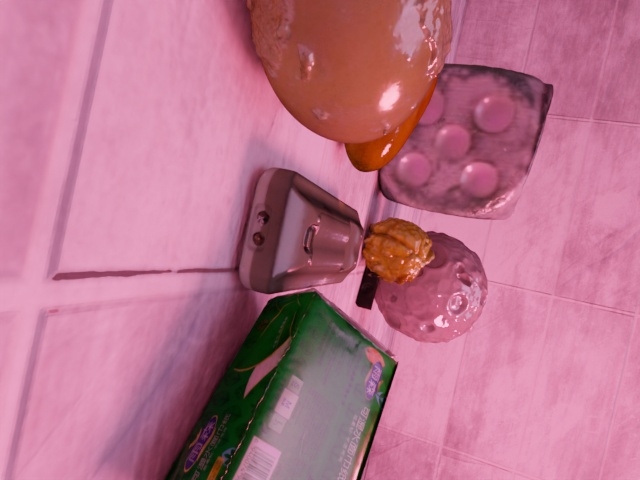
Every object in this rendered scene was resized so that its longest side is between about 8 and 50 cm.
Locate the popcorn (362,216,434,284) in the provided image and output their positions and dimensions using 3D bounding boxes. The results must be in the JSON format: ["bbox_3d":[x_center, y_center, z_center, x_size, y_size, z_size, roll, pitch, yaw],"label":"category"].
[{"bbox_3d":[0.179,0.028,0.993,0.173,0.173,0.142,80,11,-51],"label":"popcorn"}]

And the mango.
[{"bbox_3d":[0.102,-0.216,0.624,0.221,0.120,0.151,-64,161,-11],"label":"mango"}]

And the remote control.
[{"bbox_3d":[0.000,0.000,0.540,0.335,0.065,0.128,11,90,-73],"label":"remote control"}]

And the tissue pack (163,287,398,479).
[{"bbox_3d":[-0.043,0.182,0.417,0.148,0.156,0.209,42,55,-22],"label":"tissue pack"}]

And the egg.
[{"bbox_3d":[0.023,-0.179,0.338,0.201,0.164,0.164,76,31,-46],"label":"egg"}]

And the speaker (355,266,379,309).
[{"bbox_3d":[0.139,0.087,1.087,0.046,0.040,0.191,65,40,-67],"label":"speaker"}]

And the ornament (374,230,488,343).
[{"bbox_3d":[0.325,0.130,1.216,0.337,0.337,0.337,12,90,-73],"label":"ornament"}]

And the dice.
[{"bbox_3d":[0.352,-0.240,1.022,0.328,0.348,0.330,-27,126,-66],"label":"dice"}]
